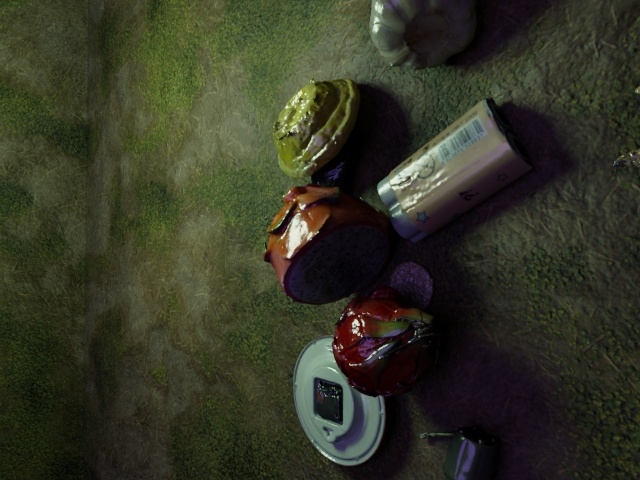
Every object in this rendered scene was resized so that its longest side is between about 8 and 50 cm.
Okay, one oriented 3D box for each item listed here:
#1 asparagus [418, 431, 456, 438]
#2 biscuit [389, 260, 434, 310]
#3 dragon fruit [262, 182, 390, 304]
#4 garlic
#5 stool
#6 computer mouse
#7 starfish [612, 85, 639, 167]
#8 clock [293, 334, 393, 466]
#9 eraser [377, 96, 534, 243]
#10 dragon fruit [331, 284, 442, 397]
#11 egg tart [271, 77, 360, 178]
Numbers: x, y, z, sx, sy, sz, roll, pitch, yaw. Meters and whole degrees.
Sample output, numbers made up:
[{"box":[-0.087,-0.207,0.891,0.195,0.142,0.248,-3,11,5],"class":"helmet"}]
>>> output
[{"box":[0.257,0.412,1.046,0.114,0.015,0.014,-21,77,42],"class":"asparagus"},{"box":[0.201,0.105,1.102,0.120,0.015,0.120,0,90,43],"class":"biscuit"},{"box":[0.000,0.000,1.122,0.291,0.290,0.189,-59,44,27],"class":"dragon fruit"},{"box":[0.203,-0.473,1.009,0.218,0.218,0.212,-34,38,39],"class":"garlic"},{"box":[0.294,0.423,0.958,0.096,0.096,0.111,17,96,43],"class":"stool"},{"box":[0.029,-0.182,1.232,0.121,0.073,0.217,22,102,41],"class":"computer mouse"},{"box":[0.584,-0.124,0.696,0.302,0.060,0.300,29,116,34],"class":"starfish"},{"box":[0.040,0.391,1.216,0.318,0.080,0.319,-1,89,44],"class":"clock"},{"box":[0.256,-0.137,1.002,0.290,0.087,0.171,-37,63,37],"class":"eraser"},{"box":[0.140,0.196,1.011,0.234,0.233,0.293,63,146,24],"class":"dragon fruit"},{"box":[-0.027,-0.290,1.201,0.290,0.115,0.291,-35,38,33],"class":"egg tart"}]
